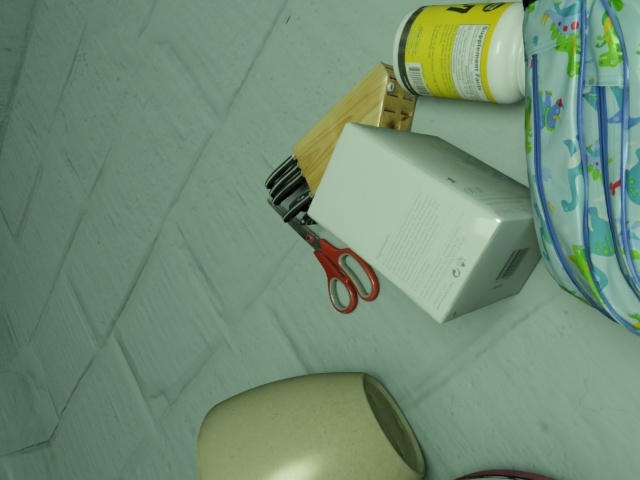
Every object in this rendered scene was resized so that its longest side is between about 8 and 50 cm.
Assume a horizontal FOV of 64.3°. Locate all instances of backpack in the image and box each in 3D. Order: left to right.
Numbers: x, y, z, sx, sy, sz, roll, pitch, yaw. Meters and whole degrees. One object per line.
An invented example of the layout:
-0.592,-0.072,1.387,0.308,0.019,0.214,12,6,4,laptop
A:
0.328,-0.083,0.464,0.273,0.290,0.355,-102,13,-67,backpack

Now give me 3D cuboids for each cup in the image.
0.015,0.336,0.774,0.237,0.331,0.331,-35,69,10,cup

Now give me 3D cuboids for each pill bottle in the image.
0.205,-0.235,0.640,0.209,0.119,0.119,22,108,42,pill bottle

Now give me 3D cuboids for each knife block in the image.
0.017,-0.151,0.842,0.242,0.088,0.275,20,108,38,knife block

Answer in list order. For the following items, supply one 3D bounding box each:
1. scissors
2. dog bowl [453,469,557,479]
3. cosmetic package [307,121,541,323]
0.000,0.000,0.920,0.109,0.021,0.297,-51,61,35,scissors
0.250,0.474,0.614,0.408,0.150,0.407,6,102,30,dog bowl
0.150,-0.035,0.646,0.225,0.224,0.138,39,118,32,cosmetic package
